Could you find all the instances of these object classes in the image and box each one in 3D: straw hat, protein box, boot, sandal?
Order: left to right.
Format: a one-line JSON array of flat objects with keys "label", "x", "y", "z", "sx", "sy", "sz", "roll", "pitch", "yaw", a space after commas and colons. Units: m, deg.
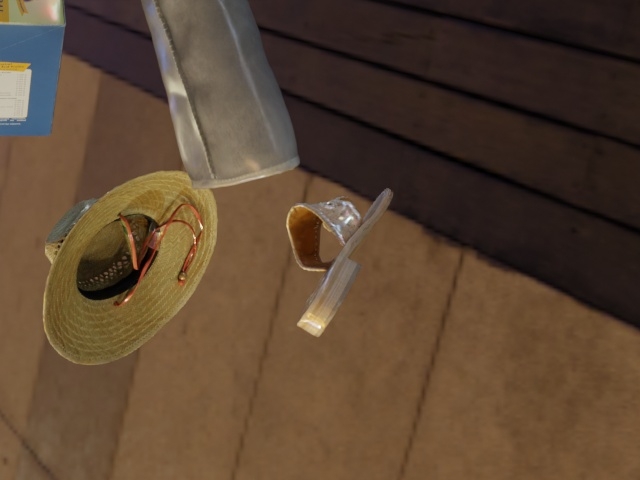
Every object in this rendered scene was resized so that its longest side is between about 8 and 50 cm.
[{"label": "protein box", "x": -0.330, "y": -0.195, "z": 1.152, "sx": 0.201, "sy": 0.200, "sz": 0.136, "roll": 122, "pitch": 144, "yaw": -63}, {"label": "straw hat", "x": -0.138, "y": 0.005, "z": 0.850, "sx": 0.061, "sy": 0.144, "sz": 0.144, "roll": 31, "pitch": 111, "yaw": 31}, {"label": "boot", "x": -0.057, "y": -0.135, "z": 0.715, "sx": 0.190, "sy": 0.076, "sz": 0.208, "roll": 174, "pitch": 84, "yaw": -70}, {"label": "sandal", "x": 0.003, "y": -0.005, "z": 1.239, "sx": 0.088, "sy": 0.079, "sz": 0.240, "roll": -56, "pitch": 4, "yaw": 32}]
